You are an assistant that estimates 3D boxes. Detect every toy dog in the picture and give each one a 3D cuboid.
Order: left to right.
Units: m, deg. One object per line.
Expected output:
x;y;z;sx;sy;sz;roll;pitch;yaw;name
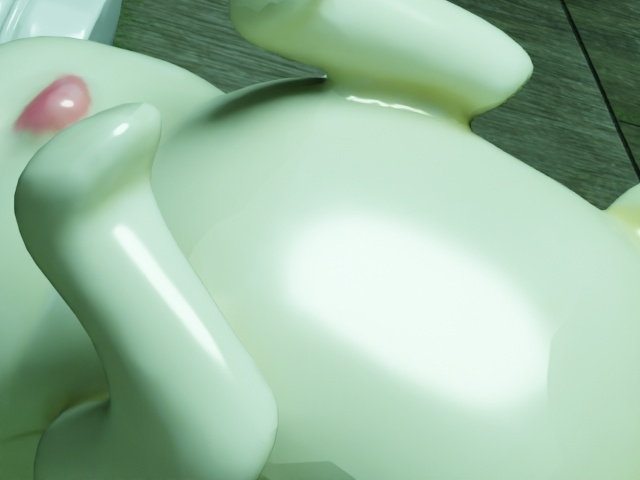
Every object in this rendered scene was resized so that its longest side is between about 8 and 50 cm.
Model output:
-0.003;0.047;0.631;0.407;0.395;0.285;22;64;17;toy dog

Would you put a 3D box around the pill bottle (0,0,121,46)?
-0.279;-0.148;0.952;0.283;0.160;0.160;21;31;-2;pill bottle
